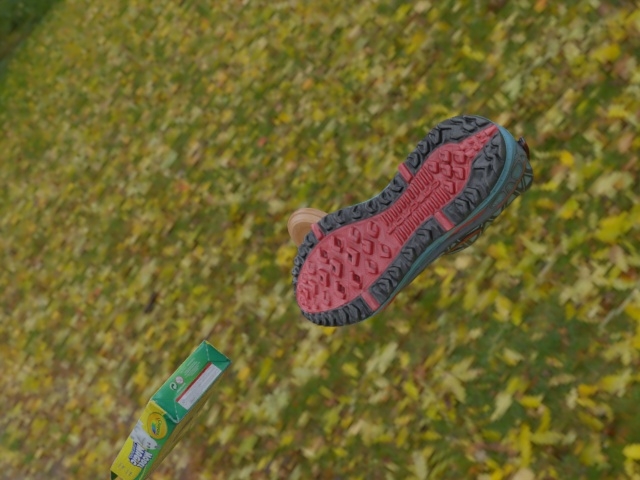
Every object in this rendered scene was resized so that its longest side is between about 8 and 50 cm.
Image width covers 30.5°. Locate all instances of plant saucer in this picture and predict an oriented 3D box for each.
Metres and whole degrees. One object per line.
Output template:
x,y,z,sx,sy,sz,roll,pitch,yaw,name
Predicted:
0.000,0.000,1.268,0.083,0.083,0.013,-19,27,52,plant saucer

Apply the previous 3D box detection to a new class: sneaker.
0.090,-0.002,1.068,0.262,0.125,0.104,-38,64,26,sneaker

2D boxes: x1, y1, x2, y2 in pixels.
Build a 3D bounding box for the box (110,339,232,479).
-0.164,0.193,1.251,0.105,0.043,0.179,-48,-4,-43,box
